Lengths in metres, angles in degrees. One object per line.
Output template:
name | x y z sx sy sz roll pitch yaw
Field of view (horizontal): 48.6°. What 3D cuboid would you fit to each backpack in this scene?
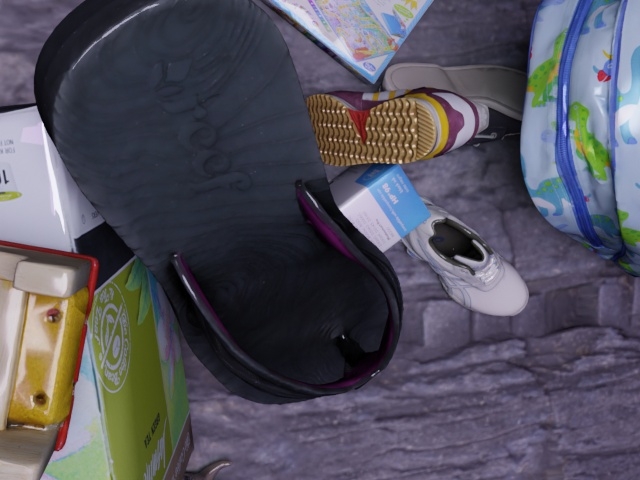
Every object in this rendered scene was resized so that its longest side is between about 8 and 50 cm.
backpack | 0.298 -0.095 0.588 0.274 0.355 0.290 11 96 11

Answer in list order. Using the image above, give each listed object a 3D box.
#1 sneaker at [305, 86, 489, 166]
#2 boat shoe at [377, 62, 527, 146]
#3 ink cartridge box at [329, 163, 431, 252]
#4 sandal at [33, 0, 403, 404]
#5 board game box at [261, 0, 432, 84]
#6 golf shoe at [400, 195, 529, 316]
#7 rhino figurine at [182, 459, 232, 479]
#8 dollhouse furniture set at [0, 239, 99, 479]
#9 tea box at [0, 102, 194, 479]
sneaker | 0.060 -0.101 0.627 0.084 0.185 0.069 -14 110 -34
boat shoe | 0.150 -0.129 0.704 0.206 0.075 0.065 2 142 -18
ink cartridge box | 0.000 0.000 0.656 0.180 0.104 0.060 -37 106 -5
sandal | -0.026 0.033 0.481 0.168 0.107 0.445 -38 145 -5
board game box | 0.017 -0.234 0.662 0.154 0.026 0.103 36 90 -16
golf shoe | 0.149 0.027 0.706 0.176 0.086 0.069 35 88 -17
rhino figurine | -0.142 0.328 0.685 0.106 0.073 0.243 23 74 8
dollhouse furniture set | -0.239 0.176 0.361 0.201 0.152 0.373 10 87 -3
tea box | -0.286 0.076 0.504 0.329 0.220 0.323 -6 103 1
